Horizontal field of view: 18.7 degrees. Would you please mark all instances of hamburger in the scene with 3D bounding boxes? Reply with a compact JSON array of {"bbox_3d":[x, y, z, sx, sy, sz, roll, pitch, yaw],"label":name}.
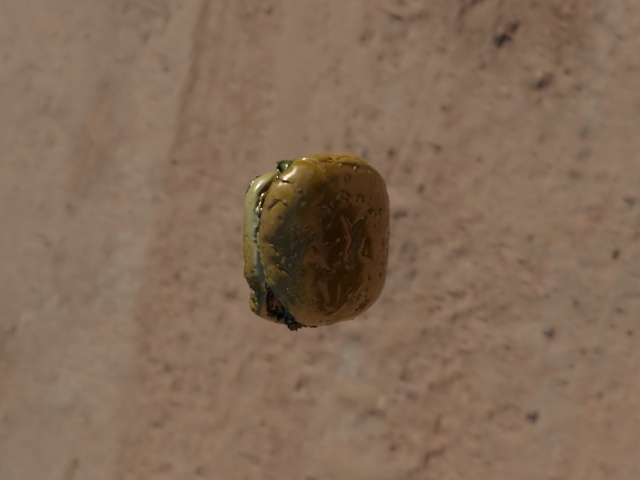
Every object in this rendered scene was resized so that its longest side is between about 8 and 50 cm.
[{"bbox_3d":[0.000,0.000,0.907,0.044,0.076,0.083,4,103,47],"label":"hamburger"}]
